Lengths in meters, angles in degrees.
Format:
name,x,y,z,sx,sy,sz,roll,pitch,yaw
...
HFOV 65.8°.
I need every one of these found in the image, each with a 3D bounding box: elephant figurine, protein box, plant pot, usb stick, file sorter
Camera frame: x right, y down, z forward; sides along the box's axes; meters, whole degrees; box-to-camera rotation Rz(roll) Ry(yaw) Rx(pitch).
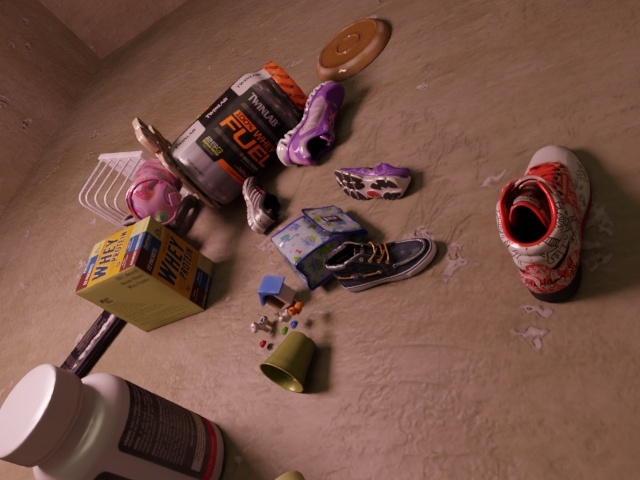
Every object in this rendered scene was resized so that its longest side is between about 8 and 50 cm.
name,x,y,z,sx,sy,sz,roll,pitch,yaw
elephant figurine,-0.436,-0.021,1.311,0.239,0.186,0.169,-108,35,-58
protein box,-0.390,0.083,1.120,0.200,0.201,0.136,-22,45,26
plant pot,0.081,-0.532,1.365,0.236,0.032,0.236,-24,44,25
usb stick,-0.562,0.239,1.262,0.077,0.045,0.278,25,75,42
plant pot,-0.048,0.198,0.831,0.083,0.083,0.079,-2,45,40
file sorter,-0.553,-0.135,1.459,0.278,0.193,0.173,8,66,44

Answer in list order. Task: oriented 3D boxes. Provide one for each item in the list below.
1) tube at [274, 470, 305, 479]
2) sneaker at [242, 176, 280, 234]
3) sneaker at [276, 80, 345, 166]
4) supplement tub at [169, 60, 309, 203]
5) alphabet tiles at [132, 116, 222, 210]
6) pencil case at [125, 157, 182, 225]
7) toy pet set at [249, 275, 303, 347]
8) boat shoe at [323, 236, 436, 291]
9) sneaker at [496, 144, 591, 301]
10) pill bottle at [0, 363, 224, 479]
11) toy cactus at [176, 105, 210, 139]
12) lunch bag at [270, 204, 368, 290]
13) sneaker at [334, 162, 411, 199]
name,x,y,z,sx,sy,sz,roll,pitch,yaw
tube,0.006,0.408,0.621,0.240,0.062,0.070,43,131,46
sneaker,-0.133,-0.094,1.158,0.075,0.063,0.170,-31,47,18
sneaker,0.001,-0.269,1.174,0.104,0.095,0.236,24,80,42
supplement tub,-0.191,-0.271,1.243,0.338,0.207,0.207,-44,40,3
alphabet tiles,-0.361,-0.189,1.260,0.021,0.284,0.278,-41,40,3
pencil case,-0.392,-0.124,1.197,0.124,0.124,0.284,-44,21,2
toy pet set,-0.088,0.119,0.909,0.122,0.065,0.114,-38,24,41
boat shoe,0.098,0.029,0.834,0.183,0.083,0.065,-25,44,23
sneaker,0.309,-0.064,0.681,0.090,0.145,0.270,-7,53,37
pill bottle,-0.317,0.314,0.769,0.176,0.318,0.176,-23,43,24
toy cactus,-0.372,-0.329,1.555,0.219,0.112,0.180,-58,22,-11
lunch bag,0.000,0.000,0.944,0.151,0.096,0.129,-35,36,-9
sneaker,0.105,-0.122,0.988,0.170,0.068,0.071,12,50,36
